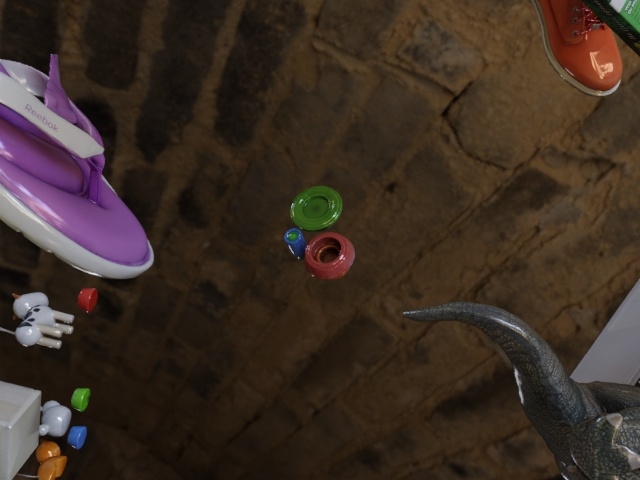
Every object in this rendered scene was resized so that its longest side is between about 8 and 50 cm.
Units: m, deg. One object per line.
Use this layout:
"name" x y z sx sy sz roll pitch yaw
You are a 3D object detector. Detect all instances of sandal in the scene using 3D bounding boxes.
"sandal" -0.287 -0.138 0.705 0.102 0.169 0.416 -40 -86 18

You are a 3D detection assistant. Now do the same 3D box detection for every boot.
"boot" 0.236 -0.203 0.713 0.158 0.059 0.084 60 -6 -8

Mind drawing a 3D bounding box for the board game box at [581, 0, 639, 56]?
"board game box" 0.264 -0.258 0.525 0.136 0.259 0.030 24 6 -40

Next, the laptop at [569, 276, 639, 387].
"laptop" 0.403 -0.043 0.799 0.236 0.382 0.408 54 -33 -6

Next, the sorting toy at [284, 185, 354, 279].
"sorting toy" 0.000 0.000 0.754 0.061 0.102 0.042 -16 -35 6

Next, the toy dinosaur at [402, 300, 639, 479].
"toy dinosaur" 0.178 0.124 0.377 0.314 0.121 0.160 17 0 12

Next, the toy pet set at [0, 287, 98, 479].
"toy pet set" -0.187 0.094 0.462 0.065 0.114 0.122 13 -67 4
